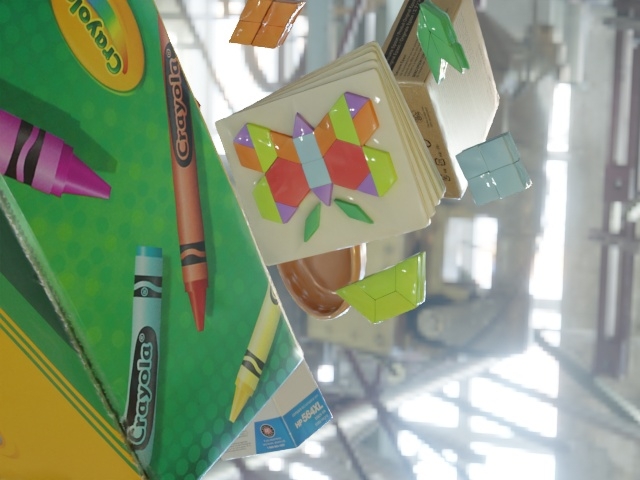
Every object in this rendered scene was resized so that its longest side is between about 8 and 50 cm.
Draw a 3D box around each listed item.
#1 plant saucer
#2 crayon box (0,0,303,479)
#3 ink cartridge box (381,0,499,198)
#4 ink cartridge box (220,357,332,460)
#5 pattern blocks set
[{"bbox_3d":[0.000,0.000,1.719,0.037,0.200,0.200,-14,-164,-30],"label":"plant saucer"},{"bbox_3d":[-0.157,-0.012,0.461,0.278,0.165,0.081,1,-146,39],"label":"crayon box"},{"bbox_3d":[0.159,-0.203,1.856,0.088,0.235,0.193,6,-126,26],"label":"ink cartridge box"},{"bbox_3d":[-0.097,0.163,1.716,0.148,0.203,0.086,-17,-169,44],"label":"ink cartridge box"},{"bbox_3d":[0.000,-0.065,1.120,0.325,0.285,0.026,-33,179,35],"label":"pattern blocks set"}]
